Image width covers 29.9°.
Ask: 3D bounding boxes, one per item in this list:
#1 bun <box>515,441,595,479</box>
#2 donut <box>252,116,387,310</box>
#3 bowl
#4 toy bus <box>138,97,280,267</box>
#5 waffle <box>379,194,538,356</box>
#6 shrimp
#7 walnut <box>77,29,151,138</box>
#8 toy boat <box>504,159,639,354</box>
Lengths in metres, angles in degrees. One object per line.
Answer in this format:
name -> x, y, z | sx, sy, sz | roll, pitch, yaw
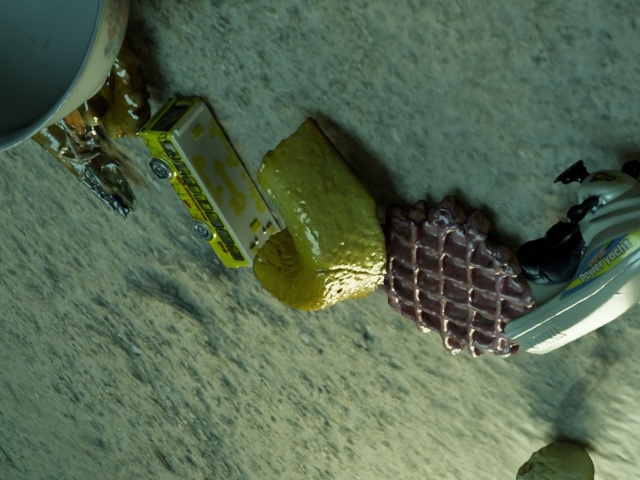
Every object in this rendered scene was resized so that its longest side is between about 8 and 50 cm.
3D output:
bun -> 0.283, 0.298, 1.479 | 0.069, 0.115, 0.115 | 35, 150, -10
donut -> 0.003, 0.000, 1.364 | 0.152, 0.101, 0.259 | 44, 149, 29
bowl -> -0.313, -0.256, 1.300 | 0.345, 0.346, 0.157 | 18, -173, 31
toy bus -> -0.137, -0.066, 1.476 | 0.074, 0.081, 0.226 | 5, 135, 41
waffle -> 0.147, 0.049, 1.352 | 0.221, 0.055, 0.234 | 49, 149, -12
shrimp -> -0.341, -0.164, 1.588 | 0.317, 0.062, 0.164 | 49, 145, -11
walnut -> -0.254, -0.201, 1.441 | 0.143, 0.069, 0.170 | 31, 146, 18
toy boat -> 0.262, 0.005, 1.114 | 0.140, 0.141, 0.269 | 34, 146, 9
